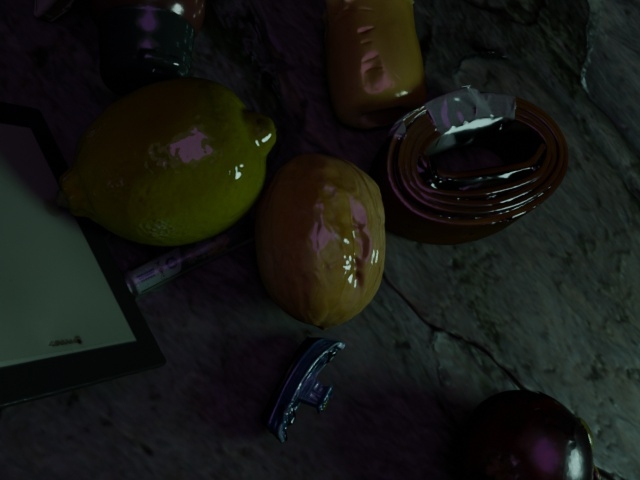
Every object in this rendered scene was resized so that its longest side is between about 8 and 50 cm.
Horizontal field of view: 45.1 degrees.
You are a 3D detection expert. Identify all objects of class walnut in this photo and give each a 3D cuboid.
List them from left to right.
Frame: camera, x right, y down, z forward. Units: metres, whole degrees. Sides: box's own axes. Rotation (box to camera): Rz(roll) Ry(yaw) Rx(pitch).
[{"bbox_3d":[0.000,0.000,0.891,0.159,0.159,0.207,-2,83,-17],"label":"walnut"}]

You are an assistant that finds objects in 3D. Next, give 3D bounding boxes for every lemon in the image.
[{"bbox_3d":[-0.166,-0.083,0.852,0.248,0.184,0.184,-17,81,-2],"label":"lemon"}]

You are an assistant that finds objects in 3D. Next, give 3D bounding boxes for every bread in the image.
[{"bbox_3d":[0.073,-0.238,1.008,0.134,0.085,0.173,-7,78,-17],"label":"bread"}]

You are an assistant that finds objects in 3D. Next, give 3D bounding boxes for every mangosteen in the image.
[{"bbox_3d":[0.251,0.256,0.906,0.180,0.166,0.166,-6,77,-42],"label":"mangosteen"}]

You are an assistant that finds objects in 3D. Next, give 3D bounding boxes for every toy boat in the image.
[{"bbox_3d":[-0.015,0.171,0.892,0.061,0.060,0.137,25,63,11],"label":"toy boat"}]

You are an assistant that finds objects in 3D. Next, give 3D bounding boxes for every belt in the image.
[{"bbox_3d":[0.190,-0.097,0.997,0.261,0.105,0.184,-10,77,-17],"label":"belt"}]

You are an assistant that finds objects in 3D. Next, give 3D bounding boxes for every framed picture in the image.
[{"bbox_3d":[-0.307,-0.007,0.757,0.016,0.265,0.347,-35,77,21],"label":"framed picture"}]

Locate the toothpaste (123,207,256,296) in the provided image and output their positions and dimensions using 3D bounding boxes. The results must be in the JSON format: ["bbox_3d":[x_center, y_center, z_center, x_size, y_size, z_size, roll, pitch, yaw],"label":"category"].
[{"bbox_3d":[-0.155,0.017,0.908,0.204,0.031,0.049,-29,89,-22],"label":"toothpaste"}]

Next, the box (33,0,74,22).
[{"bbox_3d":[-0.275,-0.341,0.879,0.029,0.198,0.109,9,72,-40],"label":"box"}]

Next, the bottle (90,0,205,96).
[{"bbox_3d":[-0.206,-0.335,0.922,0.144,0.144,0.336,4,76,-15],"label":"bottle"}]
